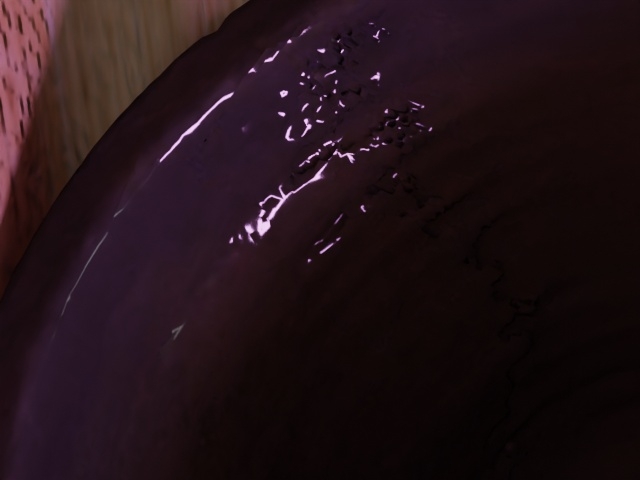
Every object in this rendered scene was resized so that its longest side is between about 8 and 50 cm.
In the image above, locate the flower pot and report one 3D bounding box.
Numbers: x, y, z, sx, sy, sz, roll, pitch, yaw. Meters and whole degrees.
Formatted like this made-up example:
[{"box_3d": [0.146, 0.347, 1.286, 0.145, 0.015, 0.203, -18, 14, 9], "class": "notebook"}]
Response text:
[{"box_3d": [0.064, 0.055, 0.376, 0.148, 0.235, 0.235, 55, 35, -50], "class": "flower pot"}]
